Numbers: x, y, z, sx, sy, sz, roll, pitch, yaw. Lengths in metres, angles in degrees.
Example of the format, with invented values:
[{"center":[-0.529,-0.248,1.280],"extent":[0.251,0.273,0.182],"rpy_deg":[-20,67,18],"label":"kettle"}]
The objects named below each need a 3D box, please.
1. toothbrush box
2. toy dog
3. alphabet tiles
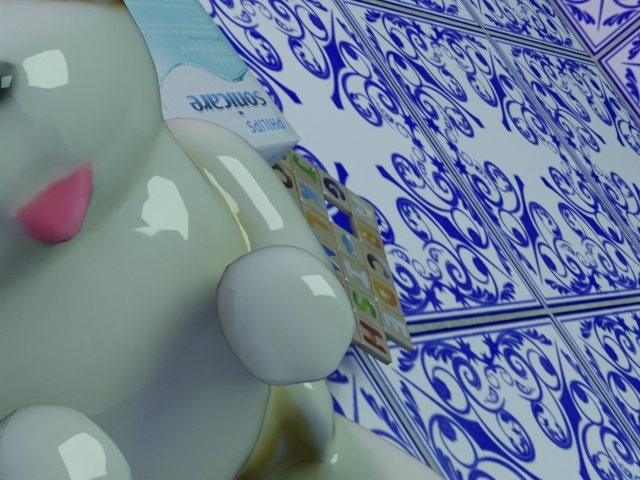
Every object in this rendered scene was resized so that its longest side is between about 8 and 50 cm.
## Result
[{"center":[-0.179,-0.142,1.128],"extent":[0.295,0.126,0.216],"rpy_deg":[53,23,8],"label":"toothbrush box"},{"center":[-0.139,0.014,0.778],"extent":[0.395,0.284,0.408],"rpy_deg":[48,-18,46],"label":"toy dog"},{"center":[0.000,0.000,1.402],"extent":[0.198,0.009,0.237],"rpy_deg":[34,27,-35],"label":"alphabet tiles"}]
